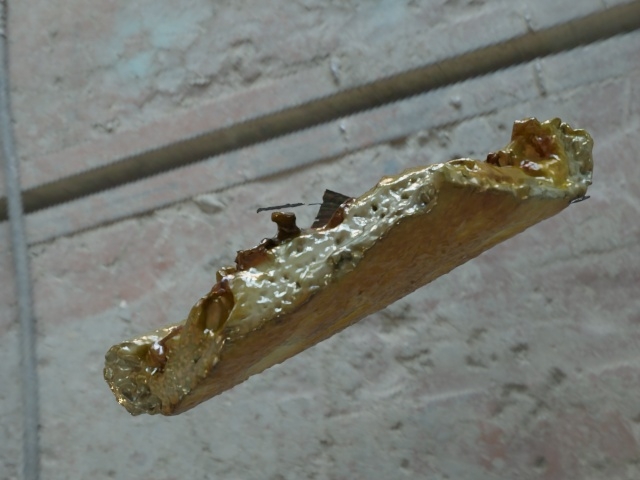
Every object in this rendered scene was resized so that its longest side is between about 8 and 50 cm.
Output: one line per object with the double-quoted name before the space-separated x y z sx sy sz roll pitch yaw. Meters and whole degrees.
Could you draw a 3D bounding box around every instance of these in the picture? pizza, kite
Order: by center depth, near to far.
"pizza" 0.015 0.011 0.548 0.271 0.134 0.056 -30 75 7
"kite" 0.000 0.000 1.005 0.160 0.183 0.010 -11 65 -19
